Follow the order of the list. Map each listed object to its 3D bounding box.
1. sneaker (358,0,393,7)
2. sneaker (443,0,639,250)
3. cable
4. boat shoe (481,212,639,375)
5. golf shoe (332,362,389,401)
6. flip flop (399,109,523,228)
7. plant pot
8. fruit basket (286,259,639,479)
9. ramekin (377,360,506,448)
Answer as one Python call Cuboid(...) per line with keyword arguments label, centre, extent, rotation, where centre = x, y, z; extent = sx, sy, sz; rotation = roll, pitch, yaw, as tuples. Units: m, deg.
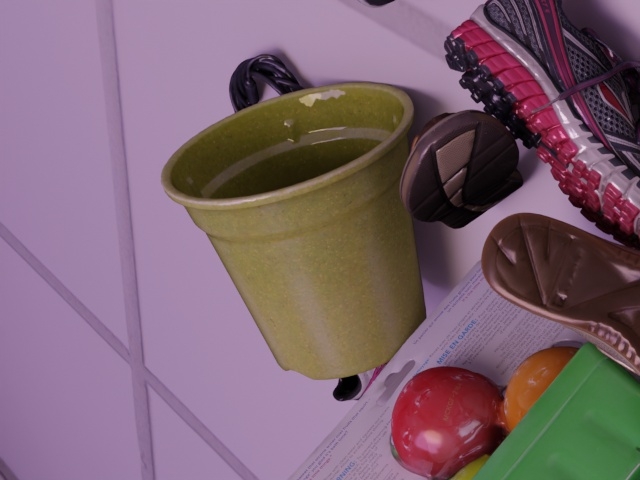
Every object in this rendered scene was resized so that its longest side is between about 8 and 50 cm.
Cuboid(label="sneaker", centre=(0.103, -0.291, 1.079), extent=(0.153, 0.101, 0.268), rotation=(48, 144, 27))
Cuboid(label="sneaker", centre=(0.243, -0.097, 1.028), extent=(0.299, 0.112, 0.121), rotation=(48, 175, 0))
Cuboid(label="cable", centre=(-0.060, -0.152, 1.497), extent=(0.150, 0.047, 0.184), rotation=(37, 144, 44))
Cuboid(label="boat shoe", centre=(0.282, 0.065, 1.021), extent=(0.302, 0.098, 0.109), rotation=(27, 96, 24))
Cuboid(label="golf shoe", centre=(0.058, 0.127, 1.491), extent=(0.067, 0.086, 0.186), rotation=(38, 138, 37))
Cuboid(label="flip flop", centre=(0.126, -0.074, 1.114), extent=(0.080, 0.112, 0.277), rotation=(62, -168, 12))
Cuboid(label="plant pot", centre=(0.000, 0.000, 1.316), extent=(0.276, 0.276, 0.253), rotation=(16, 132, 51))
Cuboid(label="fruit basket", centre=(0.173, 0.197, 1.159), extent=(0.165, 0.327, 0.353), rotation=(50, 166, -33))
Cuboid(label="ramekin", centre=(0.144, 0.267, 1.431), extent=(0.273, 0.127, 0.272), rotation=(35, 139, 37))
